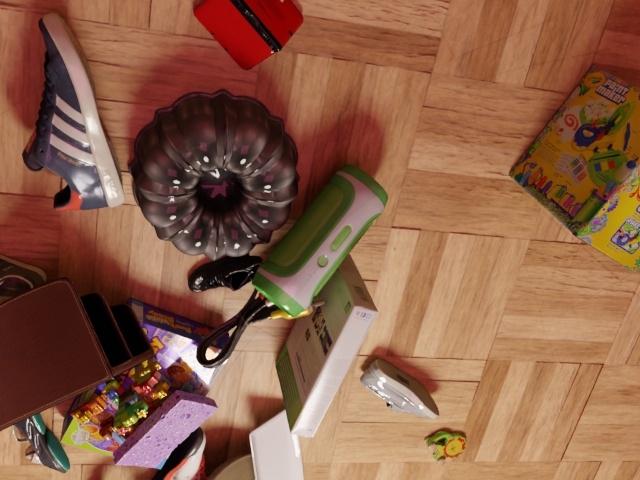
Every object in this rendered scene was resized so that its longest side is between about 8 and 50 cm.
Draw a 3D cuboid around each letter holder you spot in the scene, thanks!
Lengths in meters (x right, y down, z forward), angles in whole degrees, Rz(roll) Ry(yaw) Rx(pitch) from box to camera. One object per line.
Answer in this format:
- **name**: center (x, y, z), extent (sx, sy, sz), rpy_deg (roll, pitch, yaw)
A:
- **letter holder**: center (-0.514, 0.200, 1.375), extent (0.301, 0.152, 0.215), rpy_deg (-26, 89, 18)

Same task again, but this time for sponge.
- **sponge**: center (-0.326, 0.400, 1.506), extent (0.210, 0.031, 0.117), rpy_deg (-45, 143, 10)

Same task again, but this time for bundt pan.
- **bundt pan**: center (-0.189, -0.104, 1.332), extent (0.330, 0.124, 0.331), rpy_deg (-5, 118, -10)

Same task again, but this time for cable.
- **cable**: center (-0.140, 0.140, 1.452), extent (0.287, 0.140, 0.072), rpy_deg (-29, 160, -7)

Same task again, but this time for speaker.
- **speaker**: center (0.000, 0.000, 1.382), extent (0.131, 0.131, 0.297), rpy_deg (43, 80, -28)

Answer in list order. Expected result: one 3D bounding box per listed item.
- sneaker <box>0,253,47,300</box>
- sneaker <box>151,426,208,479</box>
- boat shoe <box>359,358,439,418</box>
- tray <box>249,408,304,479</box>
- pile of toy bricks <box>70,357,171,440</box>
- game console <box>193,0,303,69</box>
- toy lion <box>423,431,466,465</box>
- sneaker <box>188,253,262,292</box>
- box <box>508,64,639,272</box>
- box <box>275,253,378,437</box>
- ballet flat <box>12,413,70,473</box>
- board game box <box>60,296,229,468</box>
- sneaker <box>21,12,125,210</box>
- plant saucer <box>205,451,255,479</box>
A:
- **sneaker**: center (-0.615, 0.068, 1.344), extent (0.192, 0.086, 0.064), rpy_deg (17, 112, -21)
- **sneaker**: center (-0.293, 0.545, 1.675), extent (0.144, 0.090, 0.270), rpy_deg (23, 113, -24)
- **boat shoe**: center (0.186, 0.365, 1.704), extent (0.227, 0.079, 0.081), rpy_deg (38, 113, -22)
- **tray**: center (-0.107, 0.525, 1.703), extent (0.145, 0.030, 0.271), rpy_deg (-27, 122, -40)
- **pile of toy bricks**: center (-0.391, 0.342, 1.441), extent (0.212, 0.105, 0.118), rpy_deg (-31, 120, 5)
- **game console**: center (-0.124, -0.394, 1.255), extent (0.144, 0.085, 0.124), rpy_deg (46, 69, -29)
- **toy lion**: center (0.327, 0.527, 1.845), extent (0.096, 0.034, 0.100), rpy_deg (-33, 120, -2)
- **sneaker**: center (-0.190, 0.072, 1.444), extent (0.170, 0.089, 0.051), rpy_deg (-27, 120, 2)
- **box**: center (0.569, -0.145, 1.391), extent (0.177, 0.290, 0.279), rpy_deg (27, 110, -24)
- **box**: center (0.002, 0.207, 1.480), extent (0.058, 0.232, 0.322), rpy_deg (18, 113, -21)
- **ballet flat**: center (-0.615, 0.429, 1.548), extent (0.074, 0.074, 0.203), rpy_deg (-20, 114, -2)
- **board game box**: center (-0.375, 0.314, 1.537), extent (0.233, 0.078, 0.347), rpy_deg (24, 110, -23)
- **sneaker**: center (-0.445, -0.199, 1.215), extent (0.148, 0.131, 0.350), rpy_deg (-14, 120, -10)
- **plant saucer**: center (-0.202, 0.623, 1.698), extent (0.277, 0.041, 0.278), rpy_deg (-19, 118, -40)
